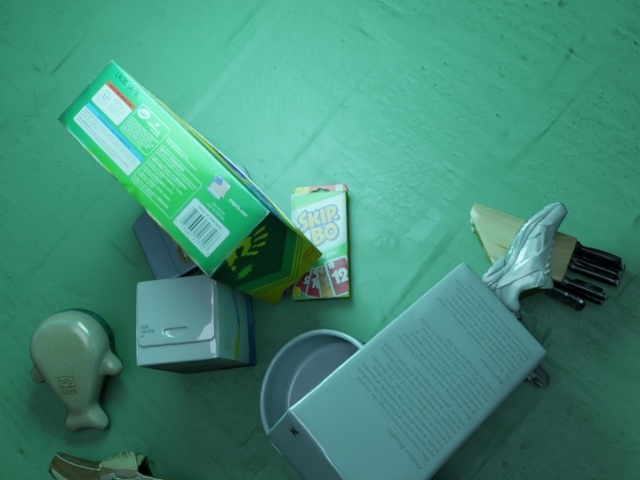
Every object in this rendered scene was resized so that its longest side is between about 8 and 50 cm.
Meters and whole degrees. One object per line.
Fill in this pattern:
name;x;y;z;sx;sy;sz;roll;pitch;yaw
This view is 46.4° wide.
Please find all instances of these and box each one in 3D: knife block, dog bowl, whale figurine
knife block;0.456;0.017;1.486;0.242;0.088;0.275;-23;72;6
dog bowl;0.017;0.314;1.472;0.265;0.104;0.265;-9;69;25
whale figurine;-0.524;0.280;1.641;0.216;0.141;0.272;-9;99;11

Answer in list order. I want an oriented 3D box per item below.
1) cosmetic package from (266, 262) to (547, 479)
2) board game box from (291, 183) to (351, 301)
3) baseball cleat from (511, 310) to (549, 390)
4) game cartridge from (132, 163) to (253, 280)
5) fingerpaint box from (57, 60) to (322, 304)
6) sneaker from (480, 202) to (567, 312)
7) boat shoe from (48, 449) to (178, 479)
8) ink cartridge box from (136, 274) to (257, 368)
cosmetic package;0.157;0.265;1.299;0.453;0.161;0.230;-35;78;-31
board game box;0.000;0.000;1.624;0.124;0.039;0.259;-4;73;11
baseball cleat;0.384;0.192;1.469;0.206;0.072;0.109;41;75;11
game cartridge;-0.272;-0.040;1.686;0.297;0.062;0.198;-30;76;4
fingerpaint box;-0.236;-0.099;1.470;0.163;0.371;0.445;-47;71;1
sneaker;0.403;0.037;1.409;0.115;0.090;0.232;38;97;12
boat shoe;-0.399;0.501;1.557;0.324;0.122;0.120;19;76;8
ink cartridge box;-0.251;0.176;1.532;0.171;0.232;0.168;-8;75;11
